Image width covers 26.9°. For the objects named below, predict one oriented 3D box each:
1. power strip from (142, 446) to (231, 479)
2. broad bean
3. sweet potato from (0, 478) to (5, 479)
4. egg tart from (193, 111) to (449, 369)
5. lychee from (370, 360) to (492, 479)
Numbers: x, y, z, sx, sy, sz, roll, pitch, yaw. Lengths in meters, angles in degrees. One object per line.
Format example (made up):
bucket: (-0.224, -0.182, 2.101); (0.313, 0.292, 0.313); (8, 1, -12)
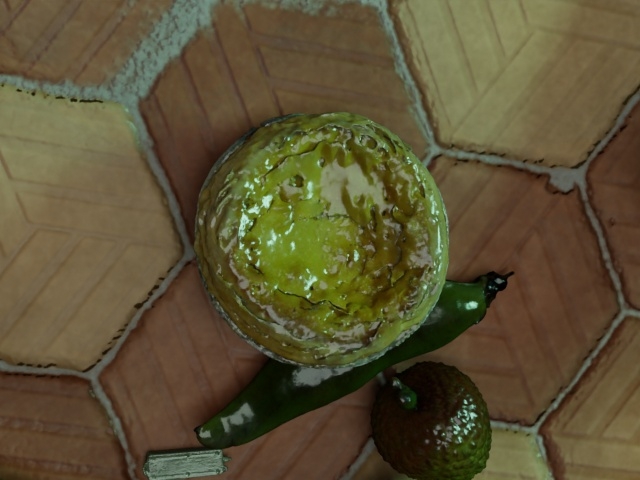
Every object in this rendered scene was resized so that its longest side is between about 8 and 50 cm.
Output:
power strip: (-0.125, 0.209, 1.256); (0.083, 0.017, 0.027); (-4, 99, -10)
broad bean: (0.034, 0.098, 1.248); (0.339, 0.061, 0.077); (-26, 113, -6)
sweet potato: (-0.199, 0.310, 1.216); (0.109, 0.109, 0.385); (-45, 98, -2)
egg tart: (0.000, 0.000, 1.198); (0.234, 0.094, 0.234); (2, 82, -10)
lychee: (0.104, 0.171, 1.244); (0.114, 0.114, 0.146); (-44, 128, -2)
